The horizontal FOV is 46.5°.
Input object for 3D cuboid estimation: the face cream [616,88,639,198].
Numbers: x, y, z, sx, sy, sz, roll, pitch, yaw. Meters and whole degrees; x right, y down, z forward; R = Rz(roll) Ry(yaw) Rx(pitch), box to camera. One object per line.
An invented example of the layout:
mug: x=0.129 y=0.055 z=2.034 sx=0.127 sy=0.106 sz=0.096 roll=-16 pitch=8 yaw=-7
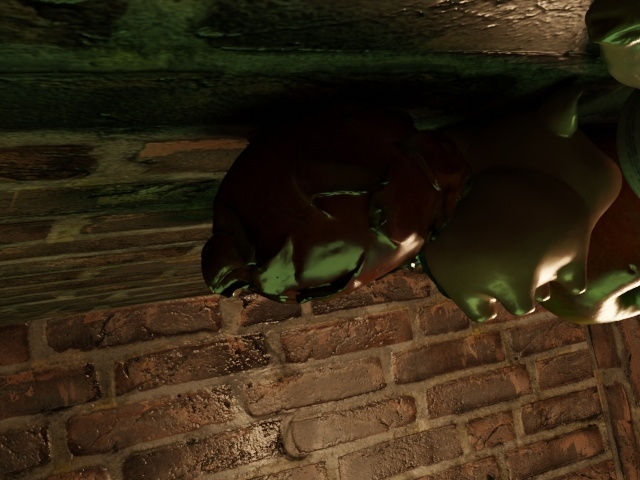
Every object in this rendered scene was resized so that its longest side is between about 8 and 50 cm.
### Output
face cream: x=0.484 y=-0.127 z=0.940 sx=0.206 sy=0.205 sz=0.111 roll=-8 pitch=177 yaw=-16

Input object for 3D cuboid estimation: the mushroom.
mushroom: x=0.377 y=-0.189 z=0.758 sx=0.351 sy=0.097 sz=0.109 roll=-1 pitch=168 yaw=-39

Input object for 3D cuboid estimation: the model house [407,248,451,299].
model house: x=0.143 y=-0.030 z=1.262 sx=0.291 sy=0.184 sz=0.253 roll=7 pitch=-156 yaw=25

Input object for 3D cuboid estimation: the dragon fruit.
dragon fruit: x=0.008 y=-0.044 z=0.869 sx=0.315 sy=0.250 sz=0.250 roll=-30 pitch=164 yaw=27

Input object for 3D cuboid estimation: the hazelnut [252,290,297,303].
hazelnut: x=-0.070 y=0.022 z=1.260 sx=0.208 sy=0.208 sz=0.208 roll=-10 pitch=173 yaw=-1

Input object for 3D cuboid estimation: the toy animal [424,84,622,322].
toy animal: x=0.259 y=-0.044 z=0.990 sx=0.237 sy=0.269 sz=0.326 roll=-14 pitch=-178 yaw=44

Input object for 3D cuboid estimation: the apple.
apple: x=0.488 y=-0.026 z=1.282 sx=0.340 sy=0.339 sz=0.339 roll=-10 pitch=173 yaw=-1
